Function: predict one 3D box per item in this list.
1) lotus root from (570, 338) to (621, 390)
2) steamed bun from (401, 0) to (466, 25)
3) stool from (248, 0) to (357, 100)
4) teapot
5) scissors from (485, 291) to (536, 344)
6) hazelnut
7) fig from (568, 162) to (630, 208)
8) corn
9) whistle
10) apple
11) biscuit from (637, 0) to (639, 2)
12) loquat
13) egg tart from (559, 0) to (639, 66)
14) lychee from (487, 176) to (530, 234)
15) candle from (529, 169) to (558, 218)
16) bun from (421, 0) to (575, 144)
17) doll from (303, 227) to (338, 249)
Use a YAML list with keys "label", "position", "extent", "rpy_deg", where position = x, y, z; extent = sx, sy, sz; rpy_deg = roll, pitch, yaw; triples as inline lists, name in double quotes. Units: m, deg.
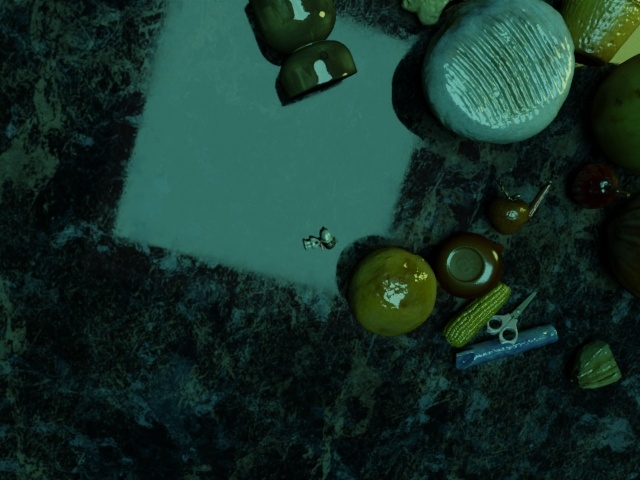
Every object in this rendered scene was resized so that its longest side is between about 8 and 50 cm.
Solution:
- label: "lotus root"
  position: [0.807, 0.376, 1.466]
  extent: [0.144, 0.070, 0.143]
  rpy_deg: [-26, 110, -7]
- label: "steamed bun"
  position: [0.274, -0.601, 1.172]
  extent: [0.172, 0.141, 0.155]
  rpy_deg: [38, 107, -11]
- label: "stool"
  position: [-0.043, -0.478, 1.116]
  extent: [0.179, 0.179, 0.264]
  rpy_deg: [-22, 103, -4]
- label: "teapot"
  position: [0.380, 0.080, 1.323]
  extent: [0.252, 0.135, 0.178]
  rpy_deg: [-34, 70, 17]
- label: "scissors"
  position: [0.559, 0.213, 1.409]
  extent: [0.189, 0.015, 0.100]
  rpy_deg: [-43, 66, -12]
- label: "hazelnut"
  position: [0.973, 0.013, 1.314]
  extent: [0.372, 0.315, 0.372]
  rpy_deg: [-3, 77, 14]
- label: "fig"
  position: [0.749, -0.136, 1.332]
  extent: [0.128, 0.150, 0.128]
  rpy_deg: [0, 139, 0]
- label: "corn"
  position: [0.435, 0.203, 1.373]
  extent: [0.080, 0.080, 0.231]
  rpy_deg: [44, 90, -14]
- label: "whistle"
  position: [0.531, 0.304, 1.415]
  extent: [0.304, 0.062, 0.062]
  rpy_deg: [-15, 103, -5]
- label: "apple"
  position: [0.874, -0.324, 1.219]
  extent: [0.338, 0.305, 0.338]
  rpy_deg: [-1, 99, -9]
- label: "biscuit"
  position: [0.754, -0.747, 1.232]
  extent: [0.318, 0.040, 0.318]
  rpy_deg: [0, 91, -11]
- label: "loquat"
  position: [0.181, 0.130, 1.259]
  extent: [0.238, 0.193, 0.238]
  rpy_deg: [-1, 106, -5]
- label: "egg tart"
  position: [0.677, -0.523, 1.215]
  extent: [0.203, 0.202, 0.147]
  rpy_deg: [18, 107, -12]
- label: "lychee"
  position: [0.497, -0.082, 1.313]
  extent: [0.101, 0.114, 0.140]
  rpy_deg: [-43, 127, -29]
- label: "candle"
  position: [0.614, -0.120, 1.365]
  extent: [0.026, 0.021, 0.167]
  rpy_deg: [33, 96, 7]
- label: "bun"
  position: [0.414, -0.401, 1.181]
  extent: [0.362, 0.211, 0.362]
  rpy_deg: [-1, 98, -7]
- label: "doll"
  position: [0.000, 0.007, 1.287]
  extent: [0.085, 0.040, 0.058]
  rpy_deg: [-33, 91, -6]
